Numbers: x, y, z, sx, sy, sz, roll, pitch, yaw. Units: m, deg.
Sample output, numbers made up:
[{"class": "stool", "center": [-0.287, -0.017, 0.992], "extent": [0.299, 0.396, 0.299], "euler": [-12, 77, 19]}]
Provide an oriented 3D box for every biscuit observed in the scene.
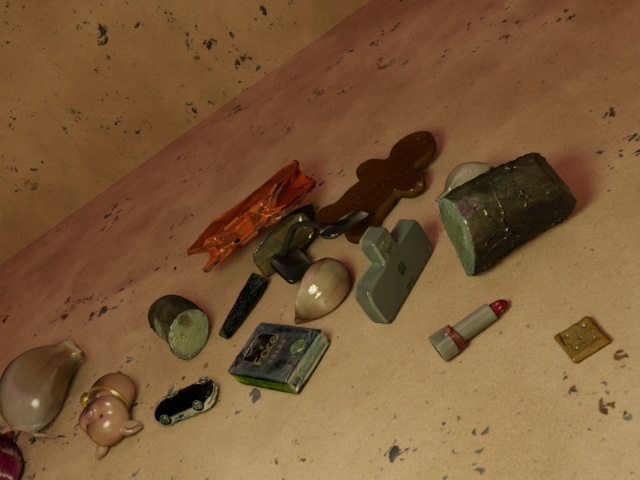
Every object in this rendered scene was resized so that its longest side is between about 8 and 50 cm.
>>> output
[{"class": "biscuit", "center": [0.499, 0.188, 1.355], "extent": [0.081, 0.018, 0.083], "euler": [-33, 31, 7]}, {"class": "biscuit", "center": [0.196, -0.158, 2.105], "extent": [0.432, 0.064, 0.283], "euler": [-48, 38, -15]}]

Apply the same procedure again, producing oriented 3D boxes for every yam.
[{"class": "yam", "center": [-0.428, 0.249, 2.143], "extent": [0.154, 0.154, 0.254], "euler": [-44, 27, -11]}, {"class": "yam", "center": [0.424, -0.073, 1.619], "extent": [0.271, 0.201, 0.203], "euler": [-25, 69, -5]}]

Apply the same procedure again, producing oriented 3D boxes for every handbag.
[{"class": "handbag", "center": [-0.212, -0.079, 2.268], "extent": [0.410, 0.116, 0.303], "euler": [-34, 12, 25]}]

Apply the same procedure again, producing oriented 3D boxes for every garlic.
[{"class": "garlic", "center": [-0.002, 0.127, 1.881], "extent": [0.128, 0.115, 0.207], "euler": [19, 64, 48]}, {"class": "garlic", "center": [-0.915, 0.507, 2.316], "extent": [0.245, 0.232, 0.340], "euler": [6, 53, -10]}]

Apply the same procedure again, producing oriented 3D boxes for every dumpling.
[{"class": "dumpling", "center": [0.392, -0.142, 1.851], "extent": [0.155, 0.180, 0.111], "euler": [145, 131, -76]}]

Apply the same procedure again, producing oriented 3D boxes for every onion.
[{"class": "onion", "center": [-1.057, 0.690, 2.192], "extent": [0.267, 0.159, 0.349], "euler": [-32, 31, 4]}]

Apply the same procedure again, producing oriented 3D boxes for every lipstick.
[{"class": "lipstick", "center": [0.324, 0.180, 1.519], "extent": [0.186, 0.057, 0.063], "euler": [-36, 30, -2]}]

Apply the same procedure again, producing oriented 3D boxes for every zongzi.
[{"class": "zongzi", "center": [-0.107, -0.016, 2.212], "extent": [0.228, 0.115, 0.256], "euler": [-42, 15, 13]}]

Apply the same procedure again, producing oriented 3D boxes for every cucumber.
[{"class": "cucumber", "center": [-0.227, 0.199, 2.082], "extent": [0.211, 0.062, 0.078], "euler": [-64, 5, -28]}]

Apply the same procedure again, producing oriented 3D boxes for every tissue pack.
[{"class": "tissue pack", "center": [-0.106, 0.295, 1.799], "extent": [0.235, 0.073, 0.173], "euler": [0, 46, 46]}]

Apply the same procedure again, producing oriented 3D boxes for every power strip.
[{"class": "power strip", "center": [0.165, 0.050, 1.727], "extent": [0.059, 0.194, 0.265], "euler": [3, 48, 45]}]

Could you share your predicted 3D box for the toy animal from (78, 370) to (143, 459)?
[{"class": "toy animal", "center": [-0.606, 0.474, 2.024], "extent": [0.165, 0.149, 0.248], "euler": [-44, 34, 23]}]

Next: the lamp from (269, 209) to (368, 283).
[{"class": "lamp", "center": [-0.003, -0.007, 1.985], "extent": [0.203, 0.125, 0.283], "euler": [-22, -19, -41]}]

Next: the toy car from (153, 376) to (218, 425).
[{"class": "toy car", "center": [-0.361, 0.436, 1.895], "extent": [0.204, 0.056, 0.095], "euler": [-28, 31, 23]}]
